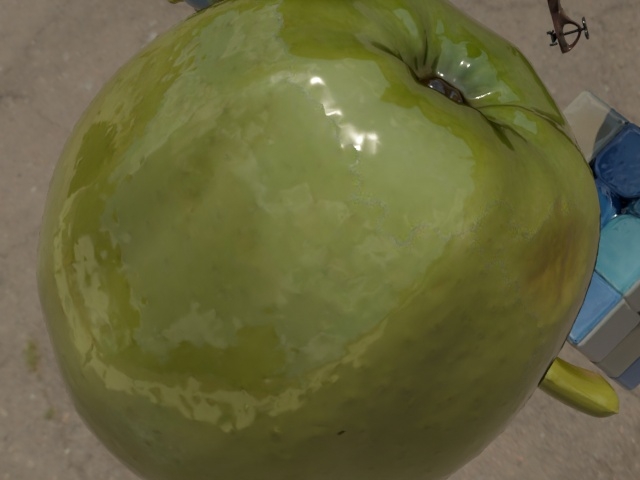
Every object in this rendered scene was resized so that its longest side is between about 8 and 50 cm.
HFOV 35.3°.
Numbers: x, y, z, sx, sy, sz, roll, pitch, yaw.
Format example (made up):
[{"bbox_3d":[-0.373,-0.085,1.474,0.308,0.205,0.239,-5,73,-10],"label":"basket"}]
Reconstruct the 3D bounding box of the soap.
[{"bbox_3d":[0.279,0.159,1.153,0.045,0.140,0.089,-59,13,8],"label":"soap"}]

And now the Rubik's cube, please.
[{"bbox_3d":[0.516,0.008,1.797,0.344,0.347,0.346,-47,52,8],"label":"Rubik's cube"}]

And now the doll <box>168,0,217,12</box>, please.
[{"bbox_3d":[-0.100,-0.307,1.125,0.099,0.135,0.241,-48,27,-15],"label":"doll"}]

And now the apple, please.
[{"bbox_3d":[0.000,0.000,0.842,0.473,0.474,0.474,-14,54,20],"label":"apple"}]

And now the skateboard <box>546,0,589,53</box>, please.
[{"bbox_3d":[0.502,-0.463,2.073,0.080,0.151,0.067,-12,21,23],"label":"skateboard"}]
